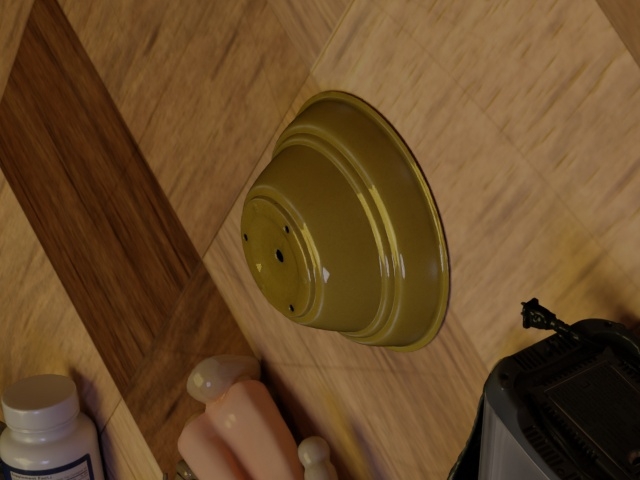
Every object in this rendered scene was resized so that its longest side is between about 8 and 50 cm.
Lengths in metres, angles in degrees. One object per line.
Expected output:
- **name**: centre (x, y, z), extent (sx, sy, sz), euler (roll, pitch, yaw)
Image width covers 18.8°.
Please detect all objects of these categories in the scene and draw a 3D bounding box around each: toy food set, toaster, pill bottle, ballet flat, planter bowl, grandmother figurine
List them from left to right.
- **pill bottle**: centre (-0.300, 0.250, 2.173), extent (0.112, 0.112, 0.187), euler (27, 131, 51)
- **toy food set**: centre (-0.124, 0.254, 1.946), extent (0.122, 0.019, 0.078), euler (-25, 60, 56)
- **grandmother figurine**: centre (-0.018, 0.264, 1.682), extent (0.342, 0.104, 0.208), euler (55, 158, 39)
- **planter bowl**: centre (0.000, 0.000, 1.509), extent (0.217, 0.090, 0.217), euler (38, 139, 43)
- **ballet flat**: centre (0.129, 0.151, 1.429), extent (0.057, 0.049, 0.173), euler (47, 145, 33)
- **toaster**: centre (0.184, 0.159, 1.259), extent (0.227, 0.129, 0.146), euler (45, 146, 35)

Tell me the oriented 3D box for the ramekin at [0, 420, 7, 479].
- **ramekin**: centre (-0.410, 0.353, 2.265), extent (0.303, 0.148, 0.303), euler (-20, -90, -80)
